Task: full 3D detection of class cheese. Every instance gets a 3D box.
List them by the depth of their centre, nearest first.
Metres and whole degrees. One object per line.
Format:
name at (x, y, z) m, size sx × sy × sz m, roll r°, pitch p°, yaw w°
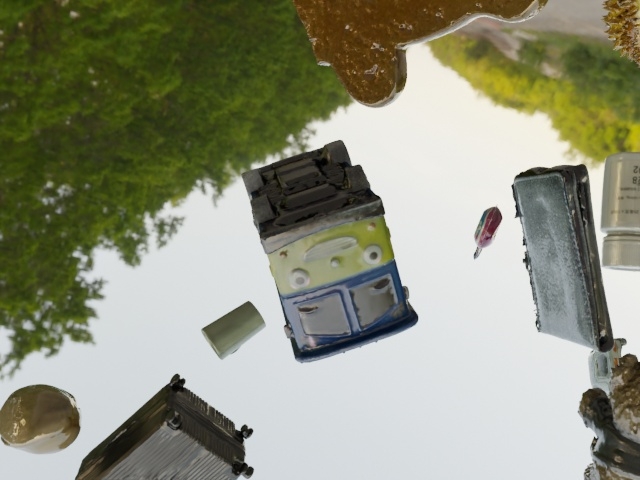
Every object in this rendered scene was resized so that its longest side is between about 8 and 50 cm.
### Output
cheese at (0.302, -0.014, 1.415) m, size 0.038 × 0.145 × 0.095 m, roll 23°, pitch -118°, yaw 12°

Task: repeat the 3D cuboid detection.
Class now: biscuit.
biscuit at (0.131, -0.439, 1.227) m, size 0.076 × 0.394 × 0.368 m, roll -19°, pitch -97°, yaw -59°

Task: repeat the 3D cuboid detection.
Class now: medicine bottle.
medicine bottle at (0.685, -0.059, 1.692) m, size 0.144 × 0.252 × 0.144 m, roll 8°, pitch 176°, yaw 1°

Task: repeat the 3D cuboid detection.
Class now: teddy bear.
teddy bear at (0.369, 0.253, 0.885) m, size 0.181 × 0.252 × 0.129 m, roll 15°, pitch -146°, yaw 36°

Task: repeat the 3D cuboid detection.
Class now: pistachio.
pistachio at (-0.576, 0.366, 1.581) m, size 0.153 × 0.138 × 0.237 m, roll -18°, pitch -170°, yaw -37°

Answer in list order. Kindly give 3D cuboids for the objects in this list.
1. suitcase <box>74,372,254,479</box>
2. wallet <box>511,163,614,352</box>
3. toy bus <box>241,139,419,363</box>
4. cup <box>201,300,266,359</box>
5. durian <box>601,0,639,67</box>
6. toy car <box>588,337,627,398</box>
suitcase at (-0.332, 0.471, 1.614) m, size 0.229 × 0.335 × 0.152 m, roll 42°, pitch -163°, yaw -22°
wallet at (0.293, 0.017, 0.945) m, size 0.036 × 0.222 × 0.167 m, roll -11°, pitch -178°, yaw -8°
toy bus at (0.000, 0.000, 0.895) m, size 0.138 × 0.175 × 0.288 m, roll -18°, pitch -160°, yaw -3°
cup at (-0.123, 0.138, 1.140) m, size 0.083 × 0.075 × 0.054 m, roll -33°, pitch -150°, yaw -16°
durian at (0.473, -0.362, 1.035) m, size 0.183 × 0.250 × 0.138 m, roll 39°, pitch -163°, yaw -20°
toy car at (0.504, 0.229, 1.365) m, size 0.056 × 0.096 × 0.205 m, roll -4°, pitch 164°, yaw 6°
